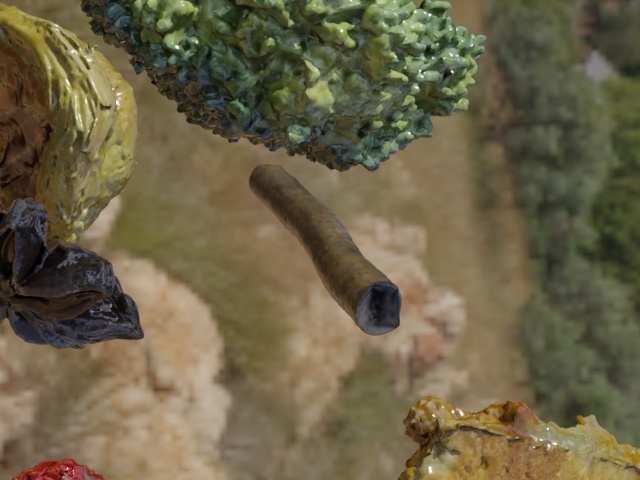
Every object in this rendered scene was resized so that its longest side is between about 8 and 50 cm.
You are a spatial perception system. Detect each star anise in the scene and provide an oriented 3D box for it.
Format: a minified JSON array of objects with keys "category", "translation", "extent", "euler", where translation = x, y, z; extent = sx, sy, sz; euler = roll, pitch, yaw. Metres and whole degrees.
[{"category":"star anise","translation":[-0.228,0.030,1.554],"extent":[0.073,0.197,0.212],"euler":[-64,-178,-27]}]

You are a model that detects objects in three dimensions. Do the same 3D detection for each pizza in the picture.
[{"category":"pizza","translation":[0.108,0.186,1.175],"extent":[0.226,0.335,0.086],"euler":[68,-12,-19]}]

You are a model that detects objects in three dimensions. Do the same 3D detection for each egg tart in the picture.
[{"category":"egg tart","translation":[-0.335,-0.140,2.310],"extent":[0.153,0.339,0.352],"euler":[-20,139,-33]}]

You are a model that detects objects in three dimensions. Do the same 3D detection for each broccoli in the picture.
[{"category":"broccoli","translation":[-0.019,-0.161,1.295],"extent":[0.288,0.259,0.235],"euler":[4,75,-67]}]

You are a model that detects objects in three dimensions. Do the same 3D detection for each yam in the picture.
[{"category":"yam","translation":[0.000,0.000,1.610],"extent":[0.045,0.045,0.327],"euler":[59,-5,-26]}]

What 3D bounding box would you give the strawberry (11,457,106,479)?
[{"category":"strawberry","translation":[-0.340,0.351,2.147],"extent":[0.205,0.244,0.205],"euler":[-15,90,-75]}]
